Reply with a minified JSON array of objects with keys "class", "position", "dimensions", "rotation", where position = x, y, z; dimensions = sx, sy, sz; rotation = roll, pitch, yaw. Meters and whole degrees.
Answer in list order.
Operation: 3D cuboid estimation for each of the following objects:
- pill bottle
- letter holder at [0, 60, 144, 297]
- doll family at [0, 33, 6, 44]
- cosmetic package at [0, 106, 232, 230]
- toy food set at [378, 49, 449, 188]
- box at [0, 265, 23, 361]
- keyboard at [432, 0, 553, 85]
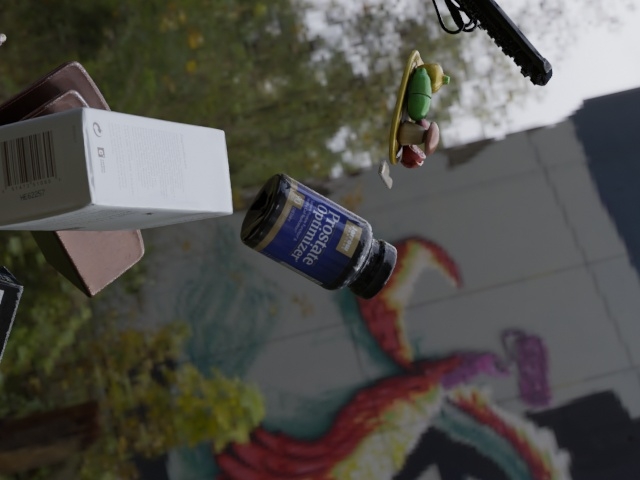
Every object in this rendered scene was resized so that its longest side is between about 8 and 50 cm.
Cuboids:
[{"class":"pill bottle","position":[0.000,0.000,2.070],"dimensions":[0.123,0.219,0.123],"rotation":[-52,-160,27]},{"class":"letter holder","position":[-0.375,-0.103,2.184],"dimensions":[0.152,0.214,0.301],"rotation":[33,-27,44]},{"class":"doll family","position":[-0.578,-0.253,1.936],"dimensions":[0.118,0.263,0.163],"rotation":[55,-14,0]},{"class":"cosmetic package","position":[-0.178,-0.054,1.163],"dimensions":[0.231,0.117,0.085],"rotation":[3,79,-64]},{"class":"toy food set","position":[0.150,-0.176,2.061],"dimensions":[0.128,0.071,0.217],"rotation":[65,38,-71]},{"class":"box","position":[-0.387,0.112,1.459],"dimensions":[0.147,0.078,0.180],"rotation":[22,-85,69]},{"class":"keyboard","position":[0.086,-0.172,0.939],"dimensions":[0.192,0.038,0.100],"rotation":[52,9,8]}]
